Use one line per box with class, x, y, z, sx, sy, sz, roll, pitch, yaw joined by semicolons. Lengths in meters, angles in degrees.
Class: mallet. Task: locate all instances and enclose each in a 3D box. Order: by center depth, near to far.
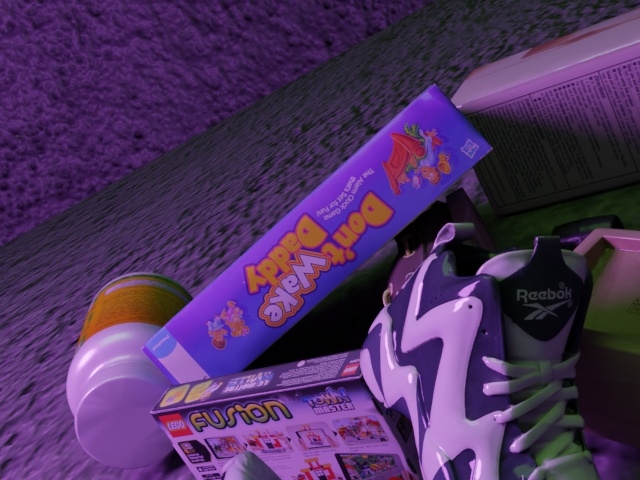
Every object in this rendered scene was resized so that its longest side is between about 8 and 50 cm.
mallet;0.209;0.044;0.700;0.062;0.039;0.189;-8;32;45

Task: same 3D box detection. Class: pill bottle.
pill bottle;-0.197;0.136;0.870;0.136;0.136;0.245;-29;19;1

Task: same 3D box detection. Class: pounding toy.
pounding toy;0.261;0.056;0.516;0.181;0.094;0.206;-37;27;-31

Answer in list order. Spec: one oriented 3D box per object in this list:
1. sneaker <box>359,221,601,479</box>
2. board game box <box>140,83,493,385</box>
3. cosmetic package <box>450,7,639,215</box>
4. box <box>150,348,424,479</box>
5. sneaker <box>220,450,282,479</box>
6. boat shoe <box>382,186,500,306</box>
sneaker;0.118;0.080;0.453;0.094;0.153;0.235;1;35;-27
board game box;0.000;0.000;0.808;0.347;0.078;0.233;-42;1;6
cosmetic package;0.308;-0.147;0.859;0.296;0.153;0.129;-13;25;34
box;-0.024;0.152;0.626;0.207;0.114;0.036;-16;23;32
sneaker;-0.067;0.238;0.463;0.153;0.101;0.268;-37;21;5
boat shoe;0.111;0.044;0.717;0.097;0.116;0.324;-28;15;16
